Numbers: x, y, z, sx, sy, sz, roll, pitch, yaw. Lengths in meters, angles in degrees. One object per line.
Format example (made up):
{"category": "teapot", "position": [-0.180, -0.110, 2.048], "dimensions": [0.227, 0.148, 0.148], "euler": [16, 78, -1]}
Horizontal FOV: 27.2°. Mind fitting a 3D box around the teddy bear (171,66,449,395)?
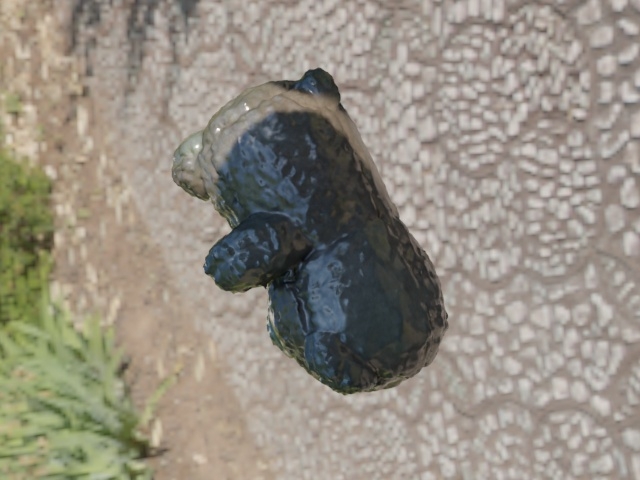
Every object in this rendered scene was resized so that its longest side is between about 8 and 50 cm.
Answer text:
{"category": "teddy bear", "position": [0.000, -0.001, 1.078], "dimensions": [0.151, 0.236, 0.267], "euler": [-25, 90, 37]}
